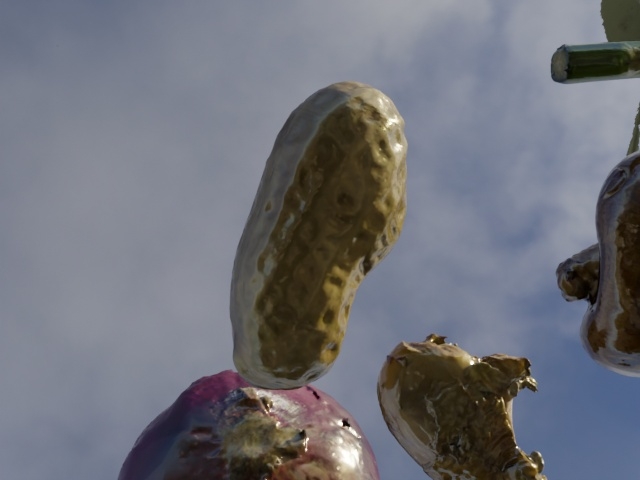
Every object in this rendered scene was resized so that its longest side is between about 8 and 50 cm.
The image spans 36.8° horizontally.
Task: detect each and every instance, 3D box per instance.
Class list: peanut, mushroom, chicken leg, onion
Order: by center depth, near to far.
[{"bbox_3d":[0.000,0.000,0.672,0.108,0.095,0.225,19,-88,-28],"label":"peanut"},{"bbox_3d":[0.127,0.150,0.682,0.101,0.085,0.207,-38,-99,-11],"label":"chicken leg"},{"bbox_3d":[0.338,0.025,0.926,0.194,0.138,0.231,-15,-64,-19],"label":"mushroom"},{"bbox_3d":[-0.093,0.372,1.277,0.348,0.347,0.385,-9,-42,-13],"label":"onion"}]

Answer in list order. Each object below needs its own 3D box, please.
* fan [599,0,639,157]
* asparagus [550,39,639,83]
[{"bbox_3d":[0.435,-0.253,1.257,0.233,0.012,0.414,-10,-58,-26],"label":"fan"},{"bbox_3d":[0.318,-0.179,0.950,0.179,0.045,0.041,-4,-103,-7],"label":"asparagus"}]
